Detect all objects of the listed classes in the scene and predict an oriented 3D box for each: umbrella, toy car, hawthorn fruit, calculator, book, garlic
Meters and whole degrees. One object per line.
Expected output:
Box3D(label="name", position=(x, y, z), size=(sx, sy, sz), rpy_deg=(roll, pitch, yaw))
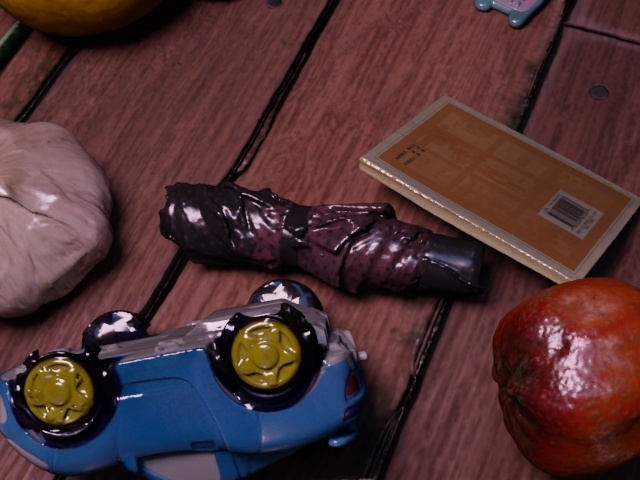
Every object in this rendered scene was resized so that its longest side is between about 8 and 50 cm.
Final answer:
Box3D(label="umbrella", position=(0.000, 0.000, 0.832), size=(0.325, 0.094, 0.090), rpy_deg=(10, 76, 11))
Box3D(label="toy car", position=(-0.113, 0.135, 0.725), size=(0.314, 0.198, 0.166), rpy_deg=(-10, 92, 1))
Box3D(label="hawthorn fruit", position=(0.239, 0.105, 0.716), size=(0.193, 0.157, 0.157), rpy_deg=(-17, 60, -9))
Box3D(label="calculator", position=(0.248, -0.310, 1.026), size=(0.094, 0.019, 0.141), rpy_deg=(34, 69, 24))
Box3D(label="book", position=(0.181, -0.057, 0.859), size=(0.241, 0.018, 0.170), rpy_deg=(33, 47, 21))
Box3D(label="garlic", position=(-0.316, -0.041, 0.815), size=(0.218, 0.212, 0.219), rpy_deg=(-4, 65, 8))

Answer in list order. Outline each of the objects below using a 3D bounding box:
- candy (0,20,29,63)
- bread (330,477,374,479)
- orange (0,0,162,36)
Box3D(label="candy", position=(-0.411, -0.166, 0.982), size=(0.097, 0.097, 0.323), rpy_deg=(16, 54, 13))
Box3D(label="bread", position=(-0.004, 0.253, 0.675), size=(0.232, 0.064, 0.172), rpy_deg=(30, 42, 0))
Box3D(label="orange", position=(-0.277, -0.371, 0.973), size=(0.279, 0.235, 0.279), rpy_deg=(-11, 55, 16))
